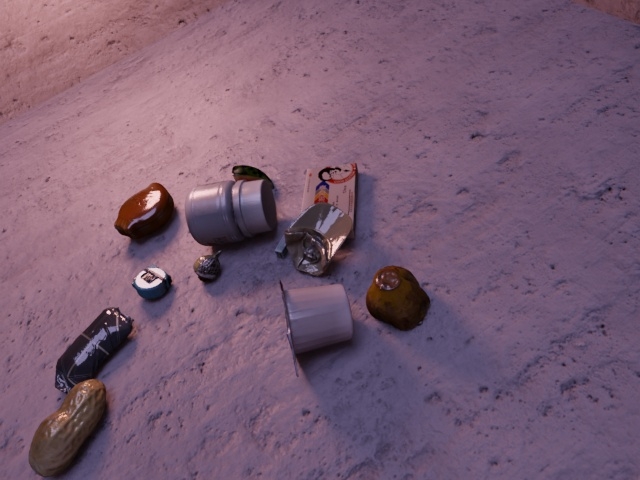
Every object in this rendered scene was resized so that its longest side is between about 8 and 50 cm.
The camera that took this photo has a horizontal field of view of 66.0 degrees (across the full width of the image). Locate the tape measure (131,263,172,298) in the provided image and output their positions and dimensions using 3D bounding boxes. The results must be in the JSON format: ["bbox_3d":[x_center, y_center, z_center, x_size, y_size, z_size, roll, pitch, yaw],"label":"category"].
[{"bbox_3d":[-0.655,0.165,1.910,0.146,0.081,0.125,23,46,27],"label":"tape measure"}]

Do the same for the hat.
[{"bbox_3d":[0.000,0.000,1.803,0.214,0.149,0.244,38,62,22],"label":"hat"}]

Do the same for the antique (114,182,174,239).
[{"bbox_3d":[-0.755,-0.122,2.134,0.223,0.129,0.278,13,58,25],"label":"antique"}]

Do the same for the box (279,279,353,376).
[{"bbox_3d":[-0.006,0.260,1.548,0.206,0.262,0.291,-12,60,-5],"label":"box"}]

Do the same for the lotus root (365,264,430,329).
[{"bbox_3d":[0.242,0.158,1.577,0.188,0.180,0.199,14,59,31],"label":"lotus root"}]

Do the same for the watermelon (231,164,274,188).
[{"bbox_3d":[-0.286,-0.272,2.121,0.145,0.137,0.193,-14,8,8],"label":"watermelon"}]

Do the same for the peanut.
[{"bbox_3d":[-0.810,0.594,1.589,0.152,0.152,0.313,17,58,28],"label":"peanut"}]

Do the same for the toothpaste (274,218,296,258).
[{"bbox_3d":[-0.122,-0.009,1.901,0.034,0.046,0.164,14,59,24],"label":"toothpaste"}]

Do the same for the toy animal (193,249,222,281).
[{"bbox_3d":[-0.419,0.100,1.877,0.137,0.098,0.098,-29,48,19],"label":"toy animal"}]

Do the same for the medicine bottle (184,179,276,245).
[{"bbox_3d":[-0.344,-0.115,1.924,0.306,0.245,0.245,-9,51,11],"label":"medicine bottle"}]

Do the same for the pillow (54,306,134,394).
[{"bbox_3d":[-0.824,0.393,1.780,0.161,0.092,0.335,27,66,28],"label":"pillow"}]

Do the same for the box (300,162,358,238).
[{"bbox_3d":[0.037,-0.154,1.956,0.214,0.069,0.353,-5,51,14],"label":"box"}]
